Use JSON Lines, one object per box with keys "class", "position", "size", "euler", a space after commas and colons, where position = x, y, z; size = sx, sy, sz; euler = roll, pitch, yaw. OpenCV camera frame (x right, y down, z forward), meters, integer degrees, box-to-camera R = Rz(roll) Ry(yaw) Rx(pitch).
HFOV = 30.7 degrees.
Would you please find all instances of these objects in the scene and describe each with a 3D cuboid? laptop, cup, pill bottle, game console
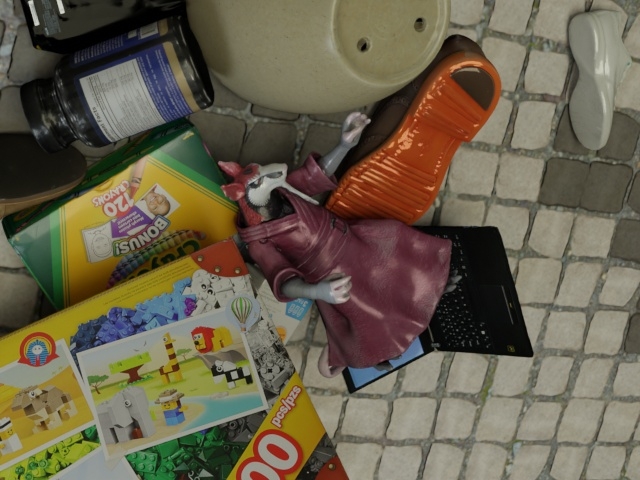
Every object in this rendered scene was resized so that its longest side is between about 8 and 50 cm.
{"class": "laptop", "position": [0.150, 0.109, 1.736], "size": [0.136, 0.264, 0.234], "euler": [-48, 129, -43]}
{"class": "cup", "position": [0.029, -0.299, 1.455], "size": [0.331, 0.237, 0.331], "euler": [-11, 113, -27]}
{"class": "pill bottle", "position": [-0.253, -0.188, 1.447], "size": [0.219, 0.123, 0.122], "euler": [-19, 117, 4]}
{"class": "game console", "position": [-0.284, -0.413, 1.413], "size": [0.213, 0.044, 0.361], "euler": [-18, 116, -18]}

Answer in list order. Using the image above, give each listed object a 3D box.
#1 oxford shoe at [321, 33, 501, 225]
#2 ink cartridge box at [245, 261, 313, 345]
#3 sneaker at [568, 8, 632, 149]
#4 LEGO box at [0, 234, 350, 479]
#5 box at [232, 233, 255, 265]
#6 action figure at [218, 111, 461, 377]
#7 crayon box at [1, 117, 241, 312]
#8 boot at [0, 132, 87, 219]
{"class": "oxford shoe", "position": [0.115, -0.131, 1.646], "size": [0.130, 0.132, 0.363], "euler": [30, 116, -26]}
{"class": "ink cartridge box", "position": [-0.105, 0.134, 1.671], "size": [0.104, 0.061, 0.181], "euler": [27, 98, -42]}
{"class": "sneaker", "position": [0.433, -0.244, 1.762], "size": [0.094, 0.080, 0.212], "euler": [-17, 114, -29]}
{"class": "LEGO box", "position": [-0.256, 0.277, 1.445], "size": [0.500, 0.193, 0.372], "euler": [-25, 73, -9]}
{"class": "box", "position": [-0.113, -0.002, 1.652], "size": [0.067, 0.018, 0.083], "euler": [-36, 119, -6]}
{"class": "action figure", "position": [0.000, 0.000, 1.576], "size": [0.370, 0.276, 0.248], "euler": [35, 61, -22]}
{"class": "crayon box", "position": [-0.257, -0.024, 1.547], "size": [0.278, 0.081, 0.165], "euler": [-33, 119, -9]}
{"class": "boot", "position": [-0.445, -0.050, 1.469], "size": [0.305, 0.112, 0.115], "euler": [-16, 143, -20]}
